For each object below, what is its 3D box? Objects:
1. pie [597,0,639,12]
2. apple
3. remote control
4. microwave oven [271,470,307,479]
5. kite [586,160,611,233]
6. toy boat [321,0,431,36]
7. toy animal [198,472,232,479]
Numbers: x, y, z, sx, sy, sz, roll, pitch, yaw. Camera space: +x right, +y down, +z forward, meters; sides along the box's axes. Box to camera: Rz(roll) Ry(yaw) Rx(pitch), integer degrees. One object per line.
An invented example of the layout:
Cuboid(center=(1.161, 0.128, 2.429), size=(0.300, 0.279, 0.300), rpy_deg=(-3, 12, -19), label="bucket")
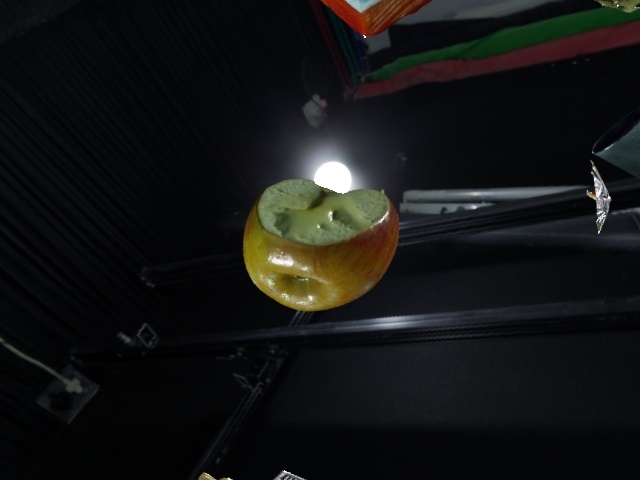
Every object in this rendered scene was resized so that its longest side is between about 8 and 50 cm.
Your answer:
Cuboid(center=(0.507, -0.504, 0.639), size=(0.128, 0.283, 0.068), rpy_deg=(32, -144, 22), label="pie")
Cuboid(center=(0.000, 0.000, 0.559), size=(0.195, 0.160, 0.173), rpy_deg=(12, -124, 11), label="apple")
Cuboid(center=(0.687, -0.125, 0.796), size=(0.044, 0.377, 0.107), rpy_deg=(-82, -161, -45), label="remote control")
Cuboid(center=(-0.042, 0.506, 0.615), size=(0.178, 0.188, 0.248), rpy_deg=(10, -93, 19), label="microwave oven")
Cuboid(center=(0.693, -0.108, 1.076), size=(0.010, 0.190, 0.159), rpy_deg=(-7, -174, 17), label="kite")
Cuboid(center=(0.134, -0.373, 0.454), size=(0.331, 0.133, 0.145), rpy_deg=(-37, -114, -7), label="toy boat")
Cuboid(center=(-0.218, 0.594, 0.992), size=(0.070, 0.083, 0.159), rpy_deg=(-42, -106, -16), label="toy animal")
